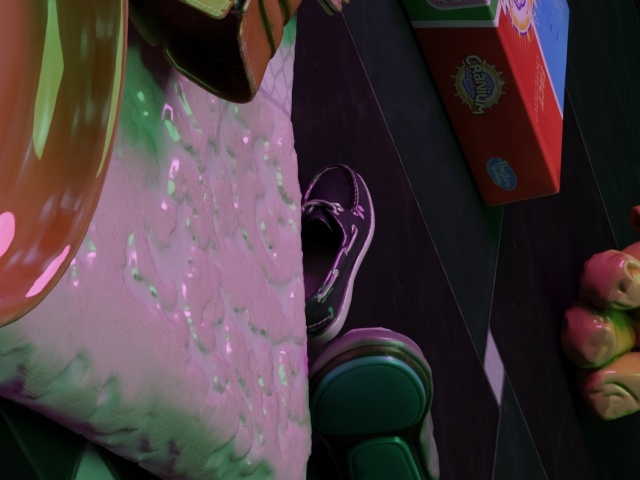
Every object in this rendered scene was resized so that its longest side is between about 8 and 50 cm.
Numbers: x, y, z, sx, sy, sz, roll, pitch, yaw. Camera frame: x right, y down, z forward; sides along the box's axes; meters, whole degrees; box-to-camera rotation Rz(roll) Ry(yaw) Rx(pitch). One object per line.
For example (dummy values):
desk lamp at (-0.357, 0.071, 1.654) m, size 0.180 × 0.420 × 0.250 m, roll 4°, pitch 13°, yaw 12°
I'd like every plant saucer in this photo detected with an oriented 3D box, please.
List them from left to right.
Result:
plant saucer at (-0.116, -0.071, 0.616) m, size 0.200 × 0.037 × 0.200 m, roll 5°, pitch 90°, yaw -74°

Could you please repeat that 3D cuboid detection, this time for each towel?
towel at (-0.082, -0.055, 0.862) m, size 0.332 × 0.053 × 0.317 m, roll 41°, pitch 43°, yaw -60°

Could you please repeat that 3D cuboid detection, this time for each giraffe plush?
giraffe plush at (0.310, 0.055, 1.778) m, size 0.170 × 0.210 × 0.181 m, roll -113°, pitch -145°, yaw -61°

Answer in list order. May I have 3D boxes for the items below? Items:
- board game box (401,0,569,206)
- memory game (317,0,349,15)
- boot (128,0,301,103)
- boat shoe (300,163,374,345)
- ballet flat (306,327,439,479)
board game box at (0.122, -0.223, 1.503) m, size 0.242 × 0.064 × 0.316 m, roll -80°, pitch 153°, yaw -44°
memory game at (-0.035, -0.201, 1.023) m, size 0.186 × 0.012 × 0.186 m, roll 55°, pitch 12°, yaw -18°
boot at (-0.021, -0.128, 0.873) m, size 0.197 × 0.073 × 0.152 m, roll 30°, pitch 54°, yaw -40°
boat shoe at (0.000, 0.000, 1.080) m, size 0.038 × 0.046 × 0.125 m, roll 66°, pitch 31°, yaw -47°
ballet flat at (0.027, 0.087, 1.049) m, size 0.213 × 0.072 × 0.068 m, roll 79°, pitch 6°, yaw -58°
